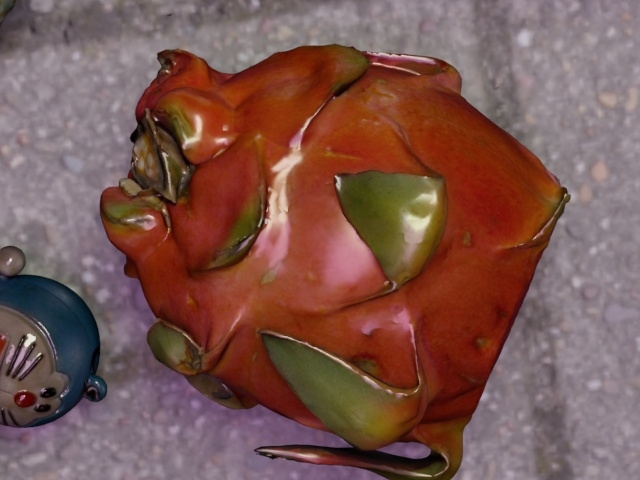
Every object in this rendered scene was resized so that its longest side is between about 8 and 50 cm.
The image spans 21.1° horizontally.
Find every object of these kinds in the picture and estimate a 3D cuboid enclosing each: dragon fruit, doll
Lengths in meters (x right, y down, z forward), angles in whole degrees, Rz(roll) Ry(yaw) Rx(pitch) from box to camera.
[{"bbox_3d":[0.004,0.003,0.895,0.227,0.224,0.224,12,98,4],"label":"dragon fruit"},{"bbox_3d":[-0.187,0.052,0.972,0.152,0.085,0.114,29,121,7],"label":"doll"}]

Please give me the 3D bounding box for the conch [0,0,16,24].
[{"bbox_3d":[-0.221,-0.197,0.900,0.131,0.172,0.200,-11,79,-29],"label":"conch"}]
